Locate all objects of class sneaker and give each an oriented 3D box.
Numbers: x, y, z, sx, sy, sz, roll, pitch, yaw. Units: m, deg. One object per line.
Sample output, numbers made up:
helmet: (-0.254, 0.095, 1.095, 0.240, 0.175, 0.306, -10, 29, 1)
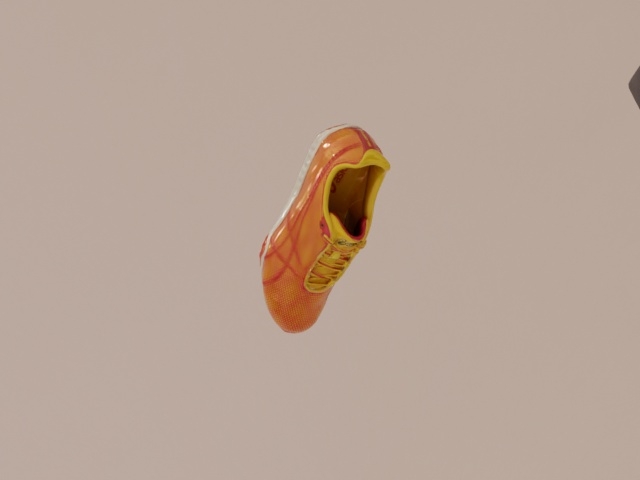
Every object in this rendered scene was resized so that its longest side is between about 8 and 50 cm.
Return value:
sneaker: (0.000, 0.000, 1.133, 0.064, 0.175, 0.067, 1, -147, -26)

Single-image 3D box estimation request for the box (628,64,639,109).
box: (0.320, -0.023, 0.786, 0.270, 0.060, 0.216, -6, -120, -20)
